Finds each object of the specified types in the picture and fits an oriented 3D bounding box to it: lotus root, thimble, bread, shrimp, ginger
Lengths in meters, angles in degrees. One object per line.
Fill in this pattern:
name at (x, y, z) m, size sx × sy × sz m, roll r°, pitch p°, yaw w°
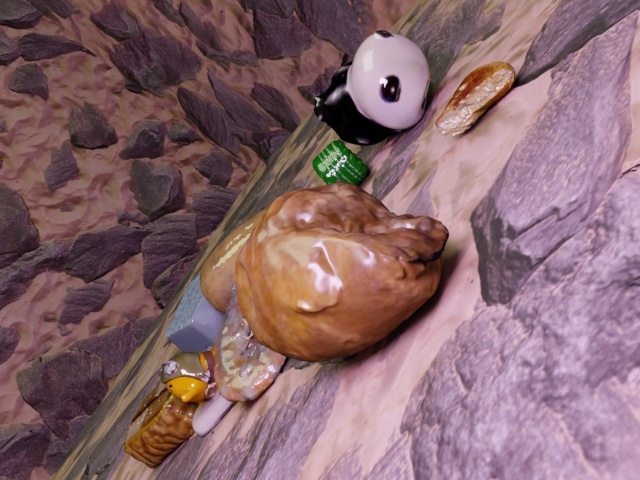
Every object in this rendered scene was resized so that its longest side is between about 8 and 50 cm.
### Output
lotus root at (-0.132, 0.028, 1.553) m, size 0.342 × 0.151 × 0.169 m, roll -41°, pitch -13°, yaw 6°
thimble at (0.045, -0.164, 1.537) m, size 0.090 × 0.118 × 0.130 m, roll -47°, pitch 36°, yaw 11°
bread at (0.260, -0.247, 1.136) m, size 0.154 × 0.054 × 0.136 m, roll -38°, pitch 20°, yaw 31°
bread at (-0.315, 0.359, 1.444) m, size 0.222 × 0.096 × 0.181 m, roll -44°, pitch 18°, yaw 32°
shrimp at (-0.118, 0.156, 1.248) m, size 0.164 × 0.062 × 0.317 m, roll -23°, pitch 37°, yaw 15°
ginger at (0.015, 0.055, 0.866) m, size 0.269 × 0.200 × 0.223 m, roll 34°, pitch 123°, yaw 41°

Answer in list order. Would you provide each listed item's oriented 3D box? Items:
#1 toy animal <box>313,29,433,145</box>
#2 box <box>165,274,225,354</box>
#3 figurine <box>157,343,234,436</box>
toy animal at (0.137, -0.327, 1.487) m, size 0.266 × 0.212 × 0.213 m, roll -25°, pitch 30°, yaw 57°
box at (-0.267, 0.178, 1.676) m, size 0.162 × 0.130 × 0.227 m, roll -30°, pitch 30°, yaw 42°
figurine at (-0.211, 0.229, 1.315) m, size 0.250 × 0.141 × 0.166 m, roll -58°, pitch 12°, yaw -23°
